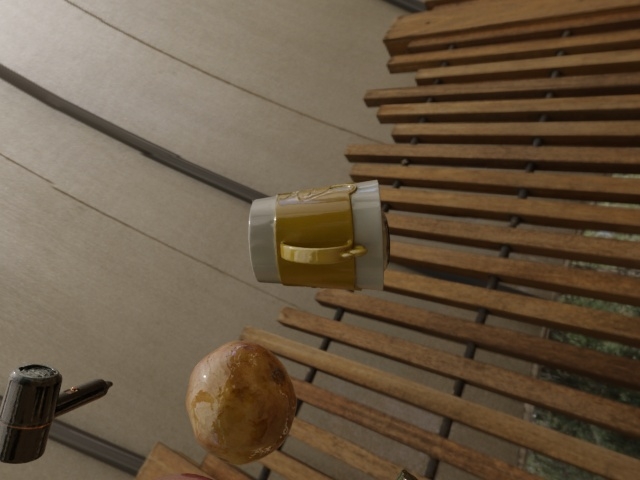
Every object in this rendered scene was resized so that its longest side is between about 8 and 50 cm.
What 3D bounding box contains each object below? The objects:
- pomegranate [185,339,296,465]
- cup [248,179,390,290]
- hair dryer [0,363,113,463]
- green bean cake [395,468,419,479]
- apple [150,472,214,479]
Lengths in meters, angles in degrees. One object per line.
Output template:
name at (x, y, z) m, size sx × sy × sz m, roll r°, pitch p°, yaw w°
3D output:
pomegranate at (-0.241, 0.469, 1.376) m, size 0.338 × 0.338 × 0.338 m, roll -15°, pitch -71°, yaw -50°
cup at (0.000, 0.000, 0.776) m, size 0.241 × 0.226 × 0.185 m, roll -62°, pitch -31°, yaw -79°
hair dryer at (-0.607, 0.368, 1.139) m, size 0.352 × 0.107 × 0.189 m, roll 6°, pitch -82°, yaw -80°
green bean cake at (0.211, 0.558, 0.913) m, size 0.094 × 0.181 × 0.173 m, roll -52°, pitch -1°, yaw -4°
apple at (-0.219, 0.515, 0.675) m, size 0.269 × 0.345 × 0.344 m, roll -26°, pitch -62°, yaw -52°
